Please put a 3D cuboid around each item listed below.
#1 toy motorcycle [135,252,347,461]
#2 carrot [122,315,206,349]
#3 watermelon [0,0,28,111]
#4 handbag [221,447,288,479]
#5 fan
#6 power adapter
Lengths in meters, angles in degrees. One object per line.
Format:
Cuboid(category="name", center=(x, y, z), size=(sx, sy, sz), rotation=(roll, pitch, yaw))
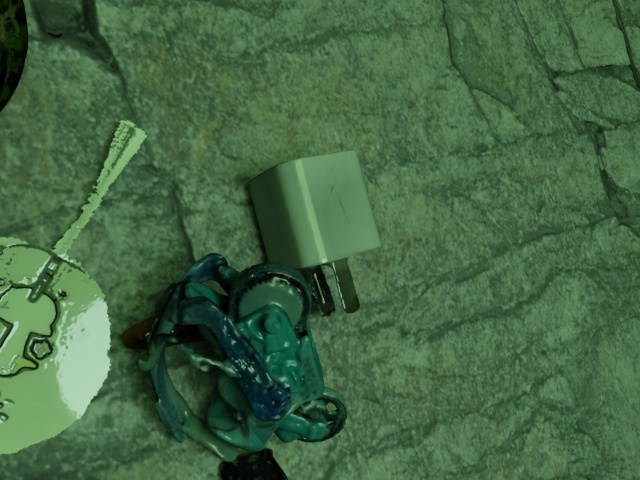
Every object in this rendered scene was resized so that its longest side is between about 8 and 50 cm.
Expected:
Cuboid(category="toy motorcycle", center=(-0.087, 0.146, 0.674), size=(0.206, 0.154, 0.260), rotation=(-15, 118, -1))
Cuboid(category="carrot", center=(-0.166, 0.102, 0.716), size=(0.139, 0.048, 0.048), rotation=(-6, 85, -31))
Cuboid(category="watermelon", center=(-0.392, -0.203, 0.511), size=(0.269, 0.269, 0.268), rotation=(6, 79, -30))
Cuboid(category="handbag", center=(-0.059, 0.314, 0.690), size=(0.072, 0.139, 0.115), rotation=(-9, 87, -24))
Cuboid(category="fan", center=(-0.304, 0.040, 0.661), size=(0.233, 0.012, 0.414), rotation=(36, 68, -22))
Cuboid(category="power adapter", center=(0.000, 0.000, 0.785), size=(0.125, 0.130, 0.204), rotation=(-15, 90, -32))
